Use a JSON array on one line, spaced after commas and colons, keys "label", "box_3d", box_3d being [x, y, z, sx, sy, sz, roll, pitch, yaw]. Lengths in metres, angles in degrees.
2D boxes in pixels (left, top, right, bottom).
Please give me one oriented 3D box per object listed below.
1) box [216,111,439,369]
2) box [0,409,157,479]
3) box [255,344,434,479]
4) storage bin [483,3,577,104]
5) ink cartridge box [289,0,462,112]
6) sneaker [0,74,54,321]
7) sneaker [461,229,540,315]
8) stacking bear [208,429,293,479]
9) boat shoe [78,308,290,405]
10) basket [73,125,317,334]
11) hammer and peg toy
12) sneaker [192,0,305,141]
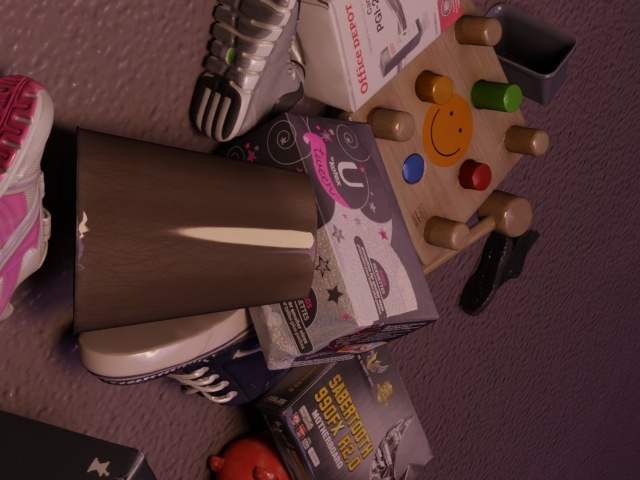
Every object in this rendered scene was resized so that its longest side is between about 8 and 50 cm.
[{"label": "box", "box_3d": [0.000, 0.000, 1.373, 0.163, 0.142, 0.247, 0, 66, -53]}, {"label": "box", "box_3d": [-0.275, 0.416, 1.265, 0.293, 0.212, 0.395, -59, 149, -35]}, {"label": "box", "box_3d": [0.036, 0.243, 1.572, 0.183, 0.056, 0.231, -40, 121, -30]}, {"label": "storage bin", "box_3d": [0.284, -0.256, 1.720, 0.098, 0.135, 0.091, -51, 155, -19]}, {"label": "ink cartridge box", "box_3d": [0.059, -0.277, 1.434, 0.218, 0.092, 0.158, -43, 139, -26]}, {"label": "sneaker", "box_3d": [-0.298, -0.029, 1.123, 0.111, 0.103, 0.252, 8, 111, -59]}, {"label": "sneaker", "box_3d": [0.287, 0.049, 1.974, 0.089, 0.051, 0.170, 27, 86, -51]}, {"label": "stacking bear", "box_3d": [-0.035, 0.352, 1.661, 0.289, 0.175, 0.164, 49, 64, -43]}, {"label": "boat shoe", "box_3d": [-0.133, 0.131, 1.396, 0.340, 0.127, 0.158, -22, 124, -49]}, {"label": "basket", "box_3d": [-0.125, -0.008, 1.209, 0.227, 0.154, 0.204, 0, 108, -12]}, {"label": "hammer and peg toy", "box_3d": [0.174, -0.096, 1.599, 0.266, 0.127, 0.361, -47, 127, -23]}, {"label": "sneaker", "box_3d": [-0.053, -0.216, 1.345, 0.132, 0.086, 0.229, -6, 126, -57]}]
